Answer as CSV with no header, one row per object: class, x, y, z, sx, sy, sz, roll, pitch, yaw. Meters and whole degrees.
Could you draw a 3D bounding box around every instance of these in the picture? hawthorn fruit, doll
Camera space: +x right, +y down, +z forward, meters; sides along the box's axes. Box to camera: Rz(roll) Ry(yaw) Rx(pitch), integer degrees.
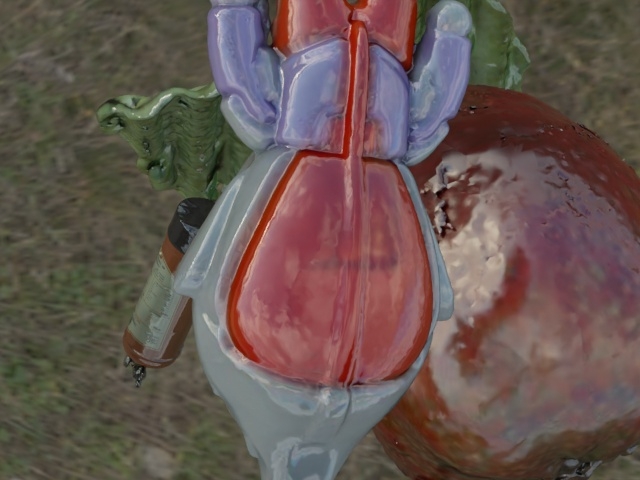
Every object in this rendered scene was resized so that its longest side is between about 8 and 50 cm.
hawthorn fruit,0.080,0.003,0.876,0.181,0.181,0.235,-17,82,-22
doll,0.000,0.000,0.652,0.102,0.075,0.227,4,93,-15

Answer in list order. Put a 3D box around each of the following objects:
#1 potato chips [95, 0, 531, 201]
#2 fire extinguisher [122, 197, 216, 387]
potato chips,0.007,-0.114,1.717,0.373,0.389,0.097,-28,65,12
fire extinguisher,-0.116,0.047,1.449,0.050,0.062,0.177,19,125,-11
